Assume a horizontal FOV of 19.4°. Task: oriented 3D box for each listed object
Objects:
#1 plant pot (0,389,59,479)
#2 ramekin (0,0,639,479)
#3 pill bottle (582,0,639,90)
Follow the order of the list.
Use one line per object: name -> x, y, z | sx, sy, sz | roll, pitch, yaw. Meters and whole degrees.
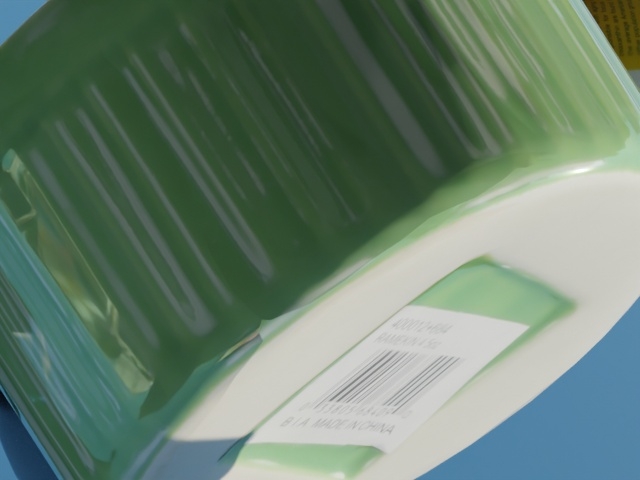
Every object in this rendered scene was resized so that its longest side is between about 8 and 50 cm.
plant pot -> -0.073, 0.089, 1.020 | 0.188, 0.167, 0.187 | 42, -130, 15
ramekin -> 0.000, 0.000, 0.761 | 0.303, 0.303, 0.148 | -23, -114, -22
pill bottle -> 0.156, -0.087, 1.155 | 0.245, 0.136, 0.136 | -5, -141, 1
